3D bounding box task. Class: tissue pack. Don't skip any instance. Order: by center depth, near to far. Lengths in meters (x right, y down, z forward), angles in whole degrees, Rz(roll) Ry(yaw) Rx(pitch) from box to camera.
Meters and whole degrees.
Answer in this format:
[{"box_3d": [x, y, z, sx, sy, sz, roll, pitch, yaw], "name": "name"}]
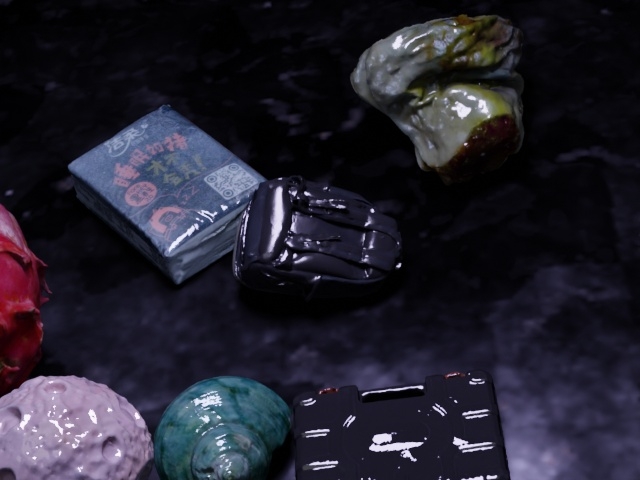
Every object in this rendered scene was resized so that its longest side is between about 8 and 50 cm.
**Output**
[{"box_3d": [-0.249, -0.087, 2.123, 0.228, 0.103, 0.315, -34, 50, -23], "name": "tissue pack"}]

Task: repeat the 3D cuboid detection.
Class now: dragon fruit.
[{"box_3d": [-0.539, 0.133, 1.792, 0.371, 0.386, 0.249, -21, 55, -33], "name": "dragon fruit"}]

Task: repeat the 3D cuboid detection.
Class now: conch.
[{"box_3d": [-0.133, 0.275, 1.715, 0.196, 0.134, 0.202, -26, 43, 1], "name": "conch"}]

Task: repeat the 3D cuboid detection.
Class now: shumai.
[{"box_3d": [0.222, -0.220, 2.137, 0.309, 0.304, 0.263, -15, 79, -6], "name": "shumai"}]

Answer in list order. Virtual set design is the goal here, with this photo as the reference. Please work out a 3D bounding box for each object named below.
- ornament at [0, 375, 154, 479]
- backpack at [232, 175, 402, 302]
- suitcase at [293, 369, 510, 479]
[{"box_3d": [-0.351, 0.302, 1.651, 0.225, 0.259, 0.259, 28, 53, 5], "name": "ornament"}, {"box_3d": [0.000, 0.000, 1.959, 0.258, 0.133, 0.206, 10, 64, -6], "name": "backpack"}, {"box_3d": [0.106, 0.282, 1.714, 0.285, 0.066, 0.206, -8, 45, 4], "name": "suitcase"}]
